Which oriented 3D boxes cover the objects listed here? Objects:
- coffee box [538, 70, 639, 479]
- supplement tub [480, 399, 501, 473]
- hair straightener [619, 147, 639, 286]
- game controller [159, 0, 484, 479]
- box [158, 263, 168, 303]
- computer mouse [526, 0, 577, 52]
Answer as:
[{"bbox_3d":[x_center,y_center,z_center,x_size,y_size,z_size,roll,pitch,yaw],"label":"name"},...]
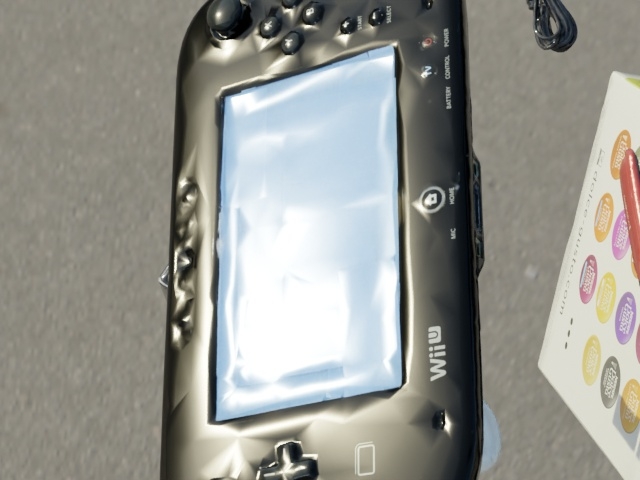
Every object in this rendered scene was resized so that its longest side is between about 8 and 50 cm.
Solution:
[{"bbox_3d":[0.449,0.050,1.620,0.338,0.338,0.334,8,16,-11],"label":"coffee box"},{"bbox_3d":[0.083,0.164,1.305,0.071,0.107,0.071,25,50,-34],"label":"supplement tub"},{"bbox_3d":[0.283,0.031,1.248,0.089,0.047,0.230,-2,58,-2],"label":"hair straightener"},{"bbox_3d":[0.000,0.000,0.800,0.067,0.166,0.319,26,55,-45],"label":"game controller"},{"bbox_3d":[-0.009,0.040,1.025,0.156,0.158,0.093,32,80,3],"label":"box"},{"bbox_3d":[0.214,-0.231,1.224,0.042,0.193,0.106,3,61,-33],"label":"computer mouse"}]
